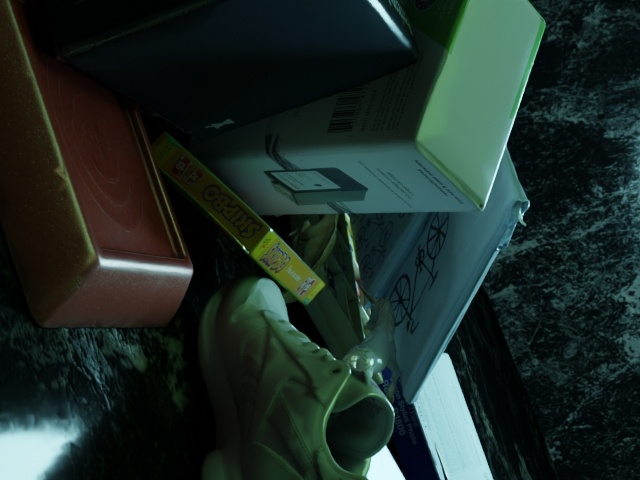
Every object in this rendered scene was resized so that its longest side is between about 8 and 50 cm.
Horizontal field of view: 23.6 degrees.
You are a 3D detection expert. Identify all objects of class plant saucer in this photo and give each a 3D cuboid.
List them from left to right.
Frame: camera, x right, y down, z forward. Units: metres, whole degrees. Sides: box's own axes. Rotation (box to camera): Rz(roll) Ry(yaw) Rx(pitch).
[{"bbox_3d":[-0.171,-0.067,1.080,0.258,0.047,0.259,14,55,-77],"label":"plant saucer"}]

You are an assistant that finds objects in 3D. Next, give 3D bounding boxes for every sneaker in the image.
[{"bbox_3d":[-0.015,0.128,1.188,0.114,0.152,0.305,58,14,-36],"label":"sneaker"}]

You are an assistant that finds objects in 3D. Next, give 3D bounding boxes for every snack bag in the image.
[{"bbox_3d":[0.118,-0.032,1.700,0.342,0.037,0.323,-101,-152,-47],"label":"snack bag"}]

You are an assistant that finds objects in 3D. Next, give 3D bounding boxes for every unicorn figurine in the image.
[{"bbox_3d":[0.053,0.127,1.644,0.162,0.060,0.111,-52,148,-71],"label":"unicorn figurine"}]

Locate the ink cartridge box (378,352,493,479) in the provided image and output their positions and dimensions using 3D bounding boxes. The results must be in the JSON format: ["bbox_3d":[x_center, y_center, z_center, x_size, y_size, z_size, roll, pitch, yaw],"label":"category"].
[{"bbox_3d":[0.152,0.297,1.892,0.330,0.071,0.324,15,55,-72],"label":"ink cartridge box"}]

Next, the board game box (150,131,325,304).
[{"bbox_3d":[-0.072,-0.016,1.300,0.124,0.039,0.259,42,1,16],"label":"board game box"}]

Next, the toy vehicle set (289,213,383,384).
[{"bbox_3d":[0.013,0.027,1.800,0.267,0.035,0.166,-98,163,-50],"label":"toy vehicle set"}]

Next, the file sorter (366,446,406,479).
[{"bbox_3d":[0.024,0.253,1.243,0.118,0.104,0.170,-84,152,-51],"label":"file sorter"}]

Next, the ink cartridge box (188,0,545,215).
[{"bbox_3d":[0.038,-0.134,1.369,0.115,0.273,0.198,39,63,-40],"label":"ink cartridge box"}]

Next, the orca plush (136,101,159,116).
[{"bbox_3d":[-0.111,-0.194,1.447,0.287,0.102,0.151,-52,120,-77],"label":"orca plush"}]

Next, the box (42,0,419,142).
[{"bbox_3d":[-0.100,-0.314,1.171,0.293,0.212,0.395,27,46,-75],"label":"box"}]

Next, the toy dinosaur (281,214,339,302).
[{"bbox_3d":[0.000,0.000,1.579,0.183,0.053,0.092,-67,-170,-19],"label":"toy dinosaur"}]
